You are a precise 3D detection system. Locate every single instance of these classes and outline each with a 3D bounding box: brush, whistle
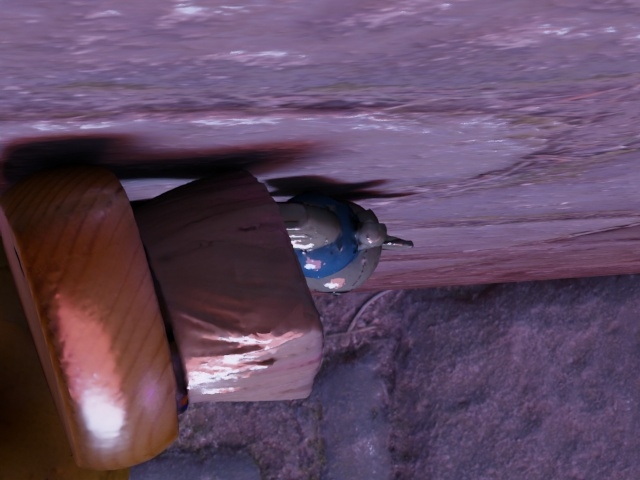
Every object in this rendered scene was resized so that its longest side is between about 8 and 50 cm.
[{"bbox_3d":[-0.094,0.024,0.998,0.166,0.174,0.267,-18,160,-10],"label":"brush"},{"bbox_3d":[0.000,0.000,1.260,0.114,0.077,0.235,2,175,12],"label":"whistle"}]

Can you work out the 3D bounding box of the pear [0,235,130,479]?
[{"bbox_3d":[-0.298,0.149,1.188,0.348,0.348,0.348,-5,176,0],"label":"pear"}]
